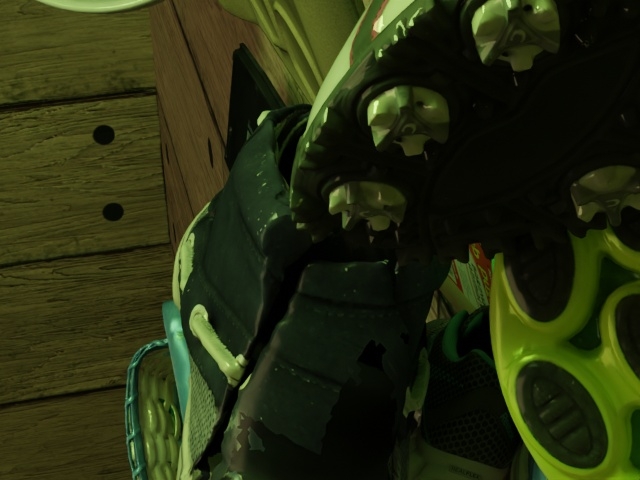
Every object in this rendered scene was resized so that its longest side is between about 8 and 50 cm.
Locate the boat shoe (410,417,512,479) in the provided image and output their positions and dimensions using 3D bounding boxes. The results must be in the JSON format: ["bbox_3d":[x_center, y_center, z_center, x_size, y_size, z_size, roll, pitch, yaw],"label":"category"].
[{"bbox_3d":[0.037,0.291,0.803,0.156,0.186,0.500,-103,15,-52],"label":"boat shoe"}]

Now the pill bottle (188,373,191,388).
[{"bbox_3d":[-0.018,0.236,1.082,0.161,0.161,0.283,111,149,-70],"label":"pill bottle"}]

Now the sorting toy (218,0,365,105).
[{"bbox_3d":[-0.011,-0.120,0.727,0.229,0.041,0.307,54,171,45],"label":"sorting toy"}]

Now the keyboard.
[{"bbox_3d":[-0.051,-0.047,1.179,0.317,0.033,0.202,-117,31,-67],"label":"keyboard"}]

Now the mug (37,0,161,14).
[{"bbox_3d":[-0.270,-0.383,1.406,0.328,0.374,0.276,-106,21,-79],"label":"mug"}]

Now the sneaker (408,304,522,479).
[{"bbox_3d":[0.075,0.063,0.644,0.166,0.065,0.076,-91,19,-73],"label":"sneaker"}]

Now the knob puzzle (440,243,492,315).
[{"bbox_3d":[0.086,-0.007,0.653,0.213,0.030,0.213,157,90,-82],"label":"knob puzzle"}]

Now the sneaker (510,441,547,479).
[{"bbox_3d":[0.109,0.118,0.486,0.211,0.080,0.081,-98,12,-56],"label":"sneaker"}]

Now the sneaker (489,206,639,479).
[{"bbox_3d":[0.100,-0.026,0.484,0.123,0.109,0.296,32,-144,-63],"label":"sneaker"}]

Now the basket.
[{"bbox_3d":[-0.110,0.212,1.443,0.289,0.201,0.255,82,177,-73],"label":"basket"}]

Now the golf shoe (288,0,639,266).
[{"bbox_3d":[0.080,-0.096,0.363,0.273,0.105,0.120,-50,34,40],"label":"golf shoe"}]

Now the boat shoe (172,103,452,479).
[{"bbox_3d":[0.000,0.000,0.623,0.340,0.127,0.158,-103,24,-65],"label":"boat shoe"}]
